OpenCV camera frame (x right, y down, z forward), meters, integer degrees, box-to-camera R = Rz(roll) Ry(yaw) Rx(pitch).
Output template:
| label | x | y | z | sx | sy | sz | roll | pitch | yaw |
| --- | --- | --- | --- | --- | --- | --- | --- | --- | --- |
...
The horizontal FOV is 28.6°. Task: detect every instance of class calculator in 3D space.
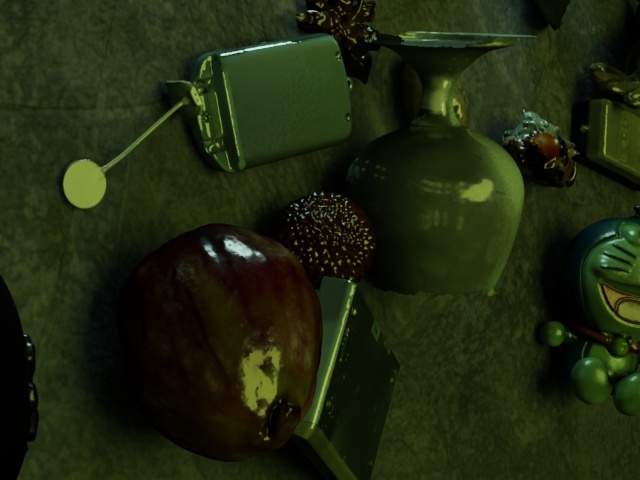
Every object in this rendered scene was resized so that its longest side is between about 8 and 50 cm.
| label | x | y | z | sx | sy | sz | roll | pitch | yaw |
| --- | --- | --- | --- | --- | --- | --- | --- | --- | --- |
| calculator | -0.051 | -0.163 | 1.469 | 0.246 | 0.045 | 0.141 | -19 | 103 | -40 |

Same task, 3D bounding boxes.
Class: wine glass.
| label | x | y | z | sx | sy | sz | roll | pitch | yaw |
| --- | --- | --- | --- | --- | --- | --- | --- | --- | --- |
| wine glass | 0.148 | -0.098 | 1.562 | 0.238 | 0.238 | 0.323 | -14 | 111 | -49 |

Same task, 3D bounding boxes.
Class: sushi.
| label | x | y | z | sx | sy | sz | roll | pitch | yaw |
| --- | --- | --- | --- | --- | --- | --- | --- | --- | --- |
| sushi | 0.328 | -0.135 | 1.896 | 0.226 | 0.097 | 0.103 | 30 | 69 | -60 |

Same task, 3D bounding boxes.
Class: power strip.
| label | x | y | z | sx | sy | sz | roll | pitch | yaw |
| --- | --- | --- | --- | --- | --- | --- | --- | --- | --- |
| power strip | 0.513 | -0.161 | 2.134 | 0.257 | 0.070 | 0.105 | 16 | 74 | -46 |

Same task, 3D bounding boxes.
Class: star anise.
| label | x | y | z | sx | sy | sz | roll | pitch | yaw |
| --- | --- | --- | --- | --- | --- | --- | --- | --- | --- |
| star anise | 0.024 | -0.274 | 1.587 | 0.168 | 0.057 | 0.168 | -8 | 101 | -47 |

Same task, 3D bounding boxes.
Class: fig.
| label | x | y | z | sx | sy | sz | roll | pitch | yaw |
| --- | --- | --- | --- | --- | --- | --- | --- | --- | --- |
| fig | -0.100 | 0.104 | 1.282 | 0.224 | 0.224 | 0.263 | 53 | 28 | -32 |

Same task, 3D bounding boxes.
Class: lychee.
| label | x | y | z | sx | sy | sz | roll | pitch | yaw |
| --- | --- | --- | --- | --- | --- | --- | --- | --- | --- |
| lychee | -0.001 | 0.003 | 1.476 | 0.129 | 0.123 | 0.123 | -15 | 97 | -50 |

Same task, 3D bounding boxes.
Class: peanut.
| label | x | y | z | sx | sy | sz | roll | pitch | yaw |
| --- | --- | --- | --- | --- | --- | --- | --- | --- | --- |
| peanut | 0.160 | -0.154 | 1.711 | 0.099 | 0.099 | 0.214 | -16 | 104 | -49 |

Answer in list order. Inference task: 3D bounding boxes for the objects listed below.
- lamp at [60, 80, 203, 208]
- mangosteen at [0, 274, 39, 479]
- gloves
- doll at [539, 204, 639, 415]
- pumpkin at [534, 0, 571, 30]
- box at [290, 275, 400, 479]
| label | x | y | z | sx | sy | sz | roll | pitch | yaw |
| --- | --- | --- | --- | --- | --- | --- | --- | --- | --- |
| lamp | -0.204 | -0.102 | 1.327 | 0.198 | 0.056 | 0.050 | -43 | 119 | -30 |
| mangosteen | -0.362 | 0.115 | 0.919 | 0.313 | 0.297 | 0.297 | -4 | 89 | -46 |
| gloves | 0.566 | -0.307 | 2.152 | 0.141 | 0.154 | 0.331 | 58 | 40 | -26 |
| doll | 0.458 | 0.100 | 1.960 | 0.198 | 0.186 | 0.322 | 21 | 86 | -14 |
| pumpkin | 0.374 | -0.446 | 1.958 | 0.110 | 0.217 | 0.217 | 28 | 58 | -1 |
| box | 0.033 | 0.178 | 1.481 | 0.270 | 0.045 | 0.211 | 63 | 40 | -58 |
